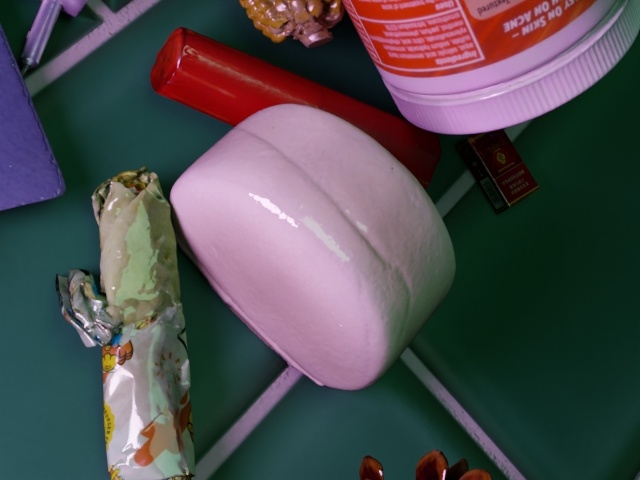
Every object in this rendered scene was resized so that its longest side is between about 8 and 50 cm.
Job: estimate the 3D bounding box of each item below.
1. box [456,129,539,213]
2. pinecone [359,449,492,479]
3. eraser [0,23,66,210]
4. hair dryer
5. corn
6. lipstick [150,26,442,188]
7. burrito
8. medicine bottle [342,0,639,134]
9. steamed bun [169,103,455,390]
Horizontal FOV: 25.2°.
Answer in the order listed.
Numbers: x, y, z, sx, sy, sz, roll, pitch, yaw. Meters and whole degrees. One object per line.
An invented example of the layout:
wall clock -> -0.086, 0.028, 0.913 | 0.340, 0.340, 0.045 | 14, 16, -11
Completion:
box -> 0.179, -0.074, 1.446 | 0.051, 0.023, 0.082 | -31, 88, -38
pinecone -> 0.035, 0.295, 1.072 | 0.292, 0.246, 0.246 | -19, 81, -21
eraser -> -0.285, -0.125, 1.169 | 0.082, 0.036, 0.225 | -18, 80, -36
hair dryer -> -0.243, -0.189, 1.228 | 0.063, 0.037, 0.114 | 24, 66, -20
corn -> -0.073, -0.321, 1.350 | 0.097, 0.097, 0.320 | -19, 79, -36
lipstick -> -0.020, -0.115, 1.311 | 0.279, 0.073, 0.073 | 21, 60, -24
burrito -> -0.159, 0.072, 1.157 | 0.104, 0.054, 0.288 | 4, 69, -29
medicine bottle -> 0.135, -0.263, 1.290 | 0.252, 0.252, 0.241 | -57, 131, -35
steamed bun -> 0.000, 0.000, 1.216 | 0.242, 0.164, 0.146 | 48, 55, -8
